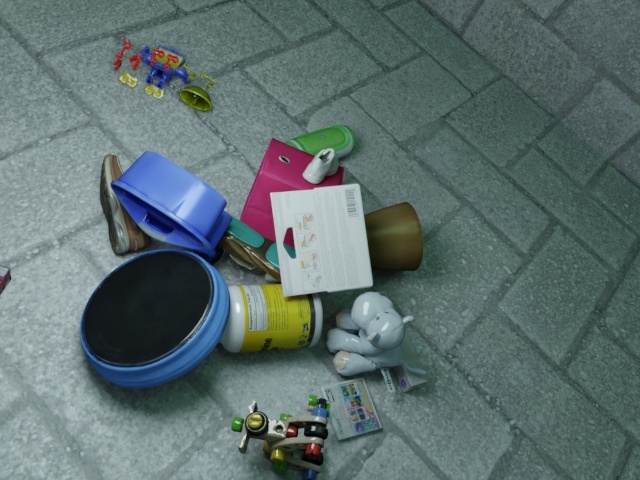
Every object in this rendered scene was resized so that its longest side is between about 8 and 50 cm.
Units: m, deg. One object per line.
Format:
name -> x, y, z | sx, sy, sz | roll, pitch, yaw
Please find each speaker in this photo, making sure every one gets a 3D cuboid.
speaker -> -0.009, -0.341, 2.116 | 0.297, 0.131, 0.131 | -25, 70, -35

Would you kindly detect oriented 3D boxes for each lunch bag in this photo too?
lunch bag -> -0.345, 0.040, 1.734 | 0.065, 0.067, 0.098 | 41, 48, 5

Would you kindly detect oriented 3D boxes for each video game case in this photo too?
video game case -> 0.088, 0.484, 1.648 | 0.143, 0.019, 0.157 | -5, 59, -28

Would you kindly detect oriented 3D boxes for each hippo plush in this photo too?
hippo plush -> 0.142, 0.282, 1.638 | 0.235, 0.236, 0.294 | -27, 64, -14

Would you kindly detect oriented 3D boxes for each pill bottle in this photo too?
pill bottle -> -0.177, 0.218, 1.607 | 0.334, 0.188, 0.187 | 1, 57, -23

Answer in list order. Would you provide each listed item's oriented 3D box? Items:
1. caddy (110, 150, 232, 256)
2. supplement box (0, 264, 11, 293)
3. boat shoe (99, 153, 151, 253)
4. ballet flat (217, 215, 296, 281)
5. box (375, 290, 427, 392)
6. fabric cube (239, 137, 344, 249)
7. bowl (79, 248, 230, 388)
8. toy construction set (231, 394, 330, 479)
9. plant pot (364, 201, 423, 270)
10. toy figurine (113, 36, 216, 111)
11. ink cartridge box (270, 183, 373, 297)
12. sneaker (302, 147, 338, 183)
caddy -> -0.406, -0.082, 1.547 | 0.341, 0.241, 0.179 | 31, 73, 11
supplement box -> -0.840, 0.111, 1.470 | 0.043, 0.055, 0.083 | 23, 50, -8
boat shoe -> -0.584, -0.110, 1.709 | 0.117, 0.123, 0.324 | -6, 69, -32
ballet flat -> -0.174, 0.052, 1.694 | 0.343, 0.124, 0.116 | 28, 41, 2
box -> 0.231, 0.313, 1.803 | 0.067, 0.063, 0.323 | -10, 62, -28
fabric cube -> -0.094, -0.126, 1.806 | 0.258, 0.259, 0.254 | 22, 33, -9
bowl -> -0.429, 0.183, 1.464 | 0.392, 0.077, 0.390 | -8, 50, 9
toy construction set -> -0.108, 0.540, 1.431 | 0.238, 0.257, 0.308 | 7, 76, 2
plant pot -> 0.182, 0.000, 1.916 | 0.255, 0.237, 0.237 | -7, 59, -13
toy figurine -> -0.528, -0.639, 2.061 | 0.363, 0.191, 0.217 | 21, 46, -11
ink cartridge box -> 0.000, 0.000, 1.607 | 0.261, 0.066, 0.296 | -6, 86, -13
sneaker -> 0.020, -0.247, 1.736 | 0.080, 0.094, 0.212 | 30, 32, 3
